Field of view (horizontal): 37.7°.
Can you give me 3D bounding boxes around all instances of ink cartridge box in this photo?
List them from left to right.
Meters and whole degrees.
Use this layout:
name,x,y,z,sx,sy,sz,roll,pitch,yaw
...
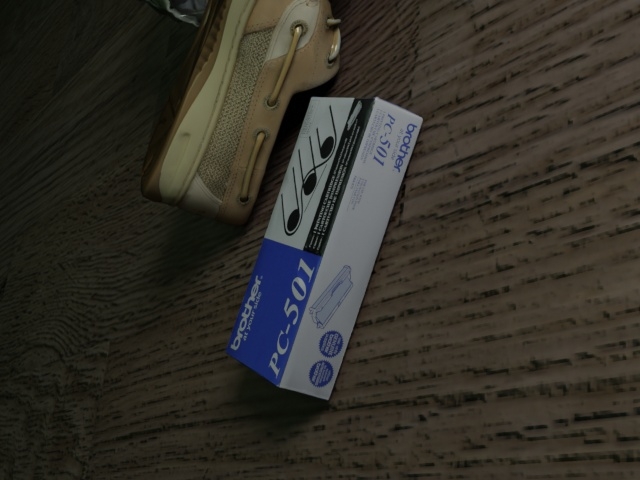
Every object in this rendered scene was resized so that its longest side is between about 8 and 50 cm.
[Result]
name,x,y,z,sx,sy,sz,roll,pitch,yaw
ink cartridge box,0.000,0.000,0.677,0.097,0.046,0.207,17,88,61

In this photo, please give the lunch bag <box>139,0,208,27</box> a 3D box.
name,x,y,z,sx,sy,sz,roll,pitch,yaw
lunch bag,-0.089,-0.341,0.894,0.287,0.169,0.235,-60,32,9

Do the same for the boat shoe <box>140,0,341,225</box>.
name,x,y,z,sx,sy,sz,roll,pitch,yaw
boat shoe,-0.039,-0.171,0.779,0.341,0.110,0.122,-61,20,22
